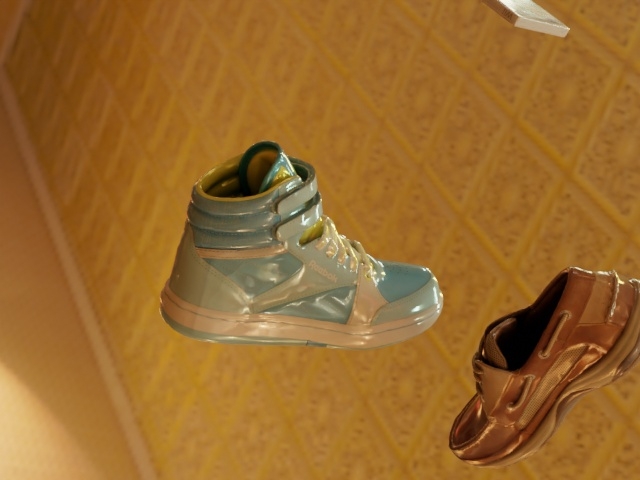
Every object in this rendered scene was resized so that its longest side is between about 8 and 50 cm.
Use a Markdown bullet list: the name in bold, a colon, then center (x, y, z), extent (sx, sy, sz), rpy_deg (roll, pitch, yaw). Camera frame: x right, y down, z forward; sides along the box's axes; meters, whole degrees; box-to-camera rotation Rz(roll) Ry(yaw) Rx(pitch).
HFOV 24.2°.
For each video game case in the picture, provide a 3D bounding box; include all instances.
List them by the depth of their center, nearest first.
- **video game case**: center (0.156, -0.221, 1.329), extent (0.122, 0.087, 0.011), rpy_deg (44, -65, 31)

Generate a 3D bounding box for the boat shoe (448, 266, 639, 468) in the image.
- **boat shoe**: center (0.214, 0.124, 1.544), extent (0.324, 0.116, 0.123), rpy_deg (-52, -163, 42)

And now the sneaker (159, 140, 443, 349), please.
- **sneaker**: center (0.000, 0.000, 1.562), extent (0.127, 0.319, 0.208), rpy_deg (-133, -132, -56)
